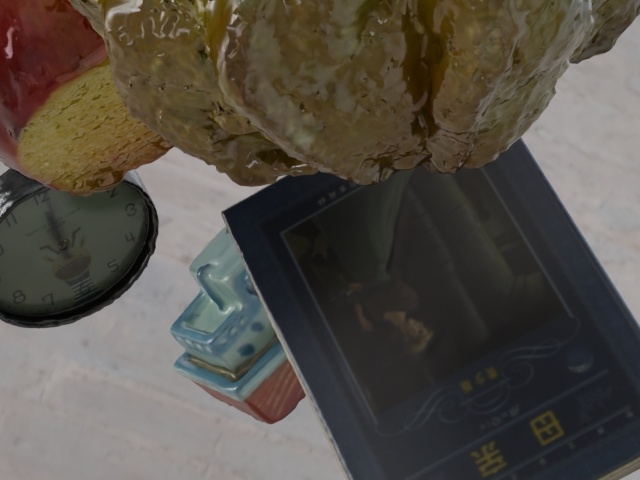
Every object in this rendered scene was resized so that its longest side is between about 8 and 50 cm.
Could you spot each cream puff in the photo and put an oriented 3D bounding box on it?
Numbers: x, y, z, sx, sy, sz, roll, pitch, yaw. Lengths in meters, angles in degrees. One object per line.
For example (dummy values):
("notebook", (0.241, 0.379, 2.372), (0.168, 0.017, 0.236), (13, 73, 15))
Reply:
("cream puff", (0.017, -0.121, 0.504), (0.244, 0.196, 0.244), (-4, 59, 7))

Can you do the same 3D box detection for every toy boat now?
("toy boat", (0.000, 0.000, 1.227), (0.332, 0.145, 0.133), (-46, 119, -19))

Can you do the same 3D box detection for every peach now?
("peach", (-0.136, -0.114, 0.786), (0.190, 0.190, 0.192), (-45, 121, -44))

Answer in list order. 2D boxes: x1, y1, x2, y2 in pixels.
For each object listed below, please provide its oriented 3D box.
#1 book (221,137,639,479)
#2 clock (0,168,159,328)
("book", (0.073, 0.044, 0.817), (0.191, 0.025, 0.269), (-29, 62, 5))
("clock", (-0.231, 0.001, 1.231), (0.184, 0.184, 0.040), (-12, 44, -32))
